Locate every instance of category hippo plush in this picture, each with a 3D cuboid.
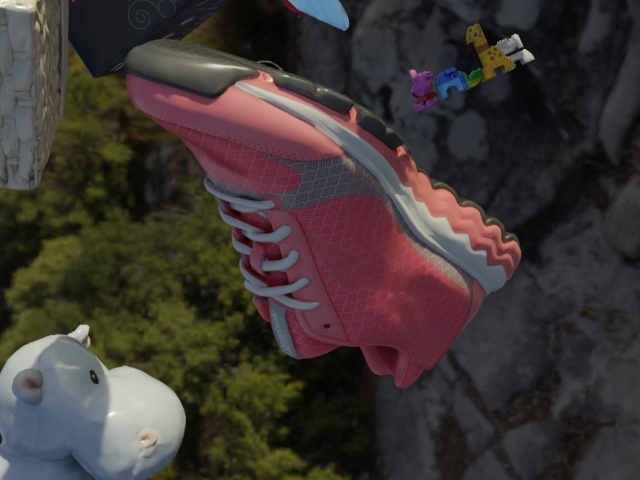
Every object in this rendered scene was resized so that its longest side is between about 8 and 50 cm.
[{"bbox_3d":[-0.246,0.199,1.079,0.234,0.294,0.236,-55,-13,-78],"label":"hippo plush"}]

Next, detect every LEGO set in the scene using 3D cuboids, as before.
[{"bbox_3d":[0.250,-0.308,1.898,0.087,0.227,0.093,178,68,-85],"label":"LEGO set"}]

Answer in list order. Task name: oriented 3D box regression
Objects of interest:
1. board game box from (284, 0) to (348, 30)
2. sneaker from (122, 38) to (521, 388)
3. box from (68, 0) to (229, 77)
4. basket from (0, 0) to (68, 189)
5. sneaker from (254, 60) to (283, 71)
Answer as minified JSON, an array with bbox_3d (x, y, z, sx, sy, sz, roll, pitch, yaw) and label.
[{"bbox_3d":[-0.029,-0.379,1.764,0.033,0.169,0.133,-45,51,29],"label":"board game box"},{"bbox_3d":[0.001,0.000,0.646,0.116,0.314,0.136,25,85,48],"label":"sneaker"},{"bbox_3d":[-0.226,-0.363,1.515,0.270,0.143,0.165,-33,90,22],"label":"box"},{"bbox_3d":[-0.228,-0.123,0.735,0.167,0.113,0.103,103,168,-46],"label":"basket"},{"bbox_3d":[-0.042,-0.049,0.966,0.118,0.083,0.222,79,176,-48],"label":"sneaker"}]
